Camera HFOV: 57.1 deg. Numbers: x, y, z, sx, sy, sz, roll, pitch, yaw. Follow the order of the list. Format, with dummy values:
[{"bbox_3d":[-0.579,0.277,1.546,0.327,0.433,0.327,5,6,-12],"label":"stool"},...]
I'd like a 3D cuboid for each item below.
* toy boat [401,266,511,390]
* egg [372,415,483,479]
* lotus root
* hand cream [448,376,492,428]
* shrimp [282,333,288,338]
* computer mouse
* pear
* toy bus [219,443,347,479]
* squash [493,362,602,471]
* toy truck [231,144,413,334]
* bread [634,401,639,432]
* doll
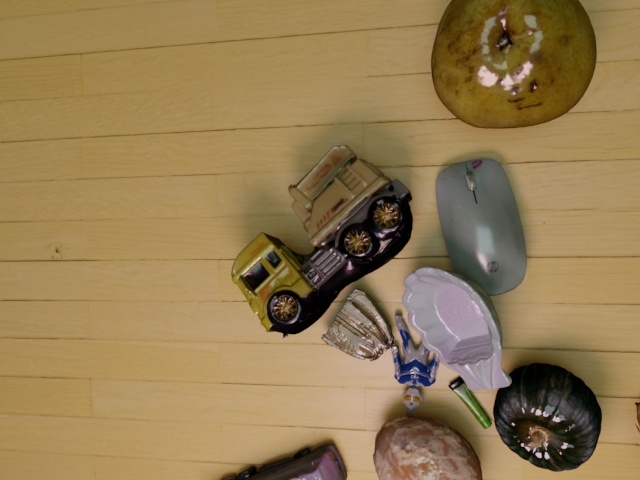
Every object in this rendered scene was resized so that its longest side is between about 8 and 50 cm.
[{"bbox_3d":[0.291,0.168,1.205,0.199,0.100,0.290,-23,96,50],"label":"toy boat"},{"bbox_3d":[0.223,0.476,1.234,0.245,0.203,0.203,36,100,16],"label":"egg"},{"bbox_3d":[0.091,0.199,1.303,0.144,0.070,0.143,41,94,10],"label":"lotus root"},{"bbox_3d":[0.331,0.357,1.289,0.036,0.023,0.122,-37,86,2],"label":"hand cream"},{"bbox_3d":[-0.109,0.148,1.359,0.091,0.034,0.161,-13,84,15],"label":"shrimp"},{"bbox_3d":[0.335,-0.026,1.225,0.160,0.097,0.288,-13,92,14],"label":"computer mouse"},{"bbox_3d":[0.358,-0.357,1.100,0.304,0.304,0.303,1,94,11],"label":"pear"},{"bbox_3d":[-0.102,0.568,1.333,0.317,0.138,0.112,-26,90,14],"label":"toy bus"},{"bbox_3d":[0.457,0.357,1.188,0.218,0.172,0.218,2,105,8],"label":"squash"},{"bbox_3d":[0.000,0.000,1.237,0.405,0.180,0.254,-43,75,5],"label":"toy truck"},{"bbox_3d":[0.747,0.422,1.146,0.204,0.162,0.262,-21,48,13],"label":"bread"},{"bbox_3d":[0.211,0.277,1.292,0.114,0.057,0.227,1,91,7],"label":"doll"}]
